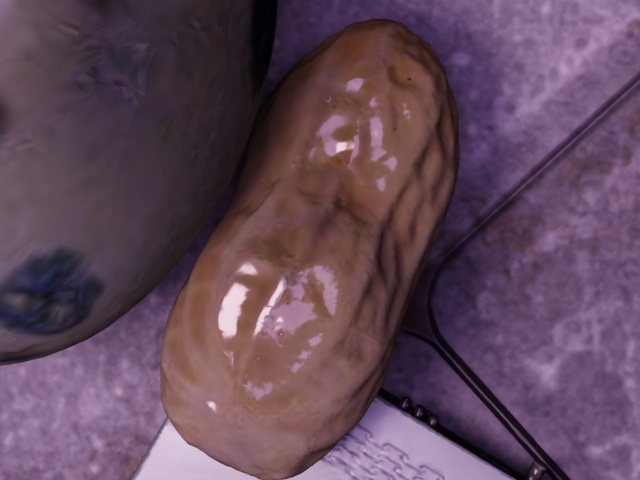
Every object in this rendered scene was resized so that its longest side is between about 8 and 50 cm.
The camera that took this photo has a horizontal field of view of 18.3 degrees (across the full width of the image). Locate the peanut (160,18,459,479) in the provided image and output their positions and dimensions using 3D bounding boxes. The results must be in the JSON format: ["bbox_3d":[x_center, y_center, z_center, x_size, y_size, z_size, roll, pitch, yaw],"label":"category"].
[{"bbox_3d":[0.000,0.000,1.284,0.152,0.152,0.313,24,76,7],"label":"peanut"}]

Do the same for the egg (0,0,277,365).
[{"bbox_3d":[-0.199,-0.130,1.228,0.345,0.345,0.428,5,100,9],"label":"egg"}]

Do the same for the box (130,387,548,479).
[{"bbox_3d":[0.012,0.186,1.361,0.270,0.045,0.211,30,96,7],"label":"box"}]
